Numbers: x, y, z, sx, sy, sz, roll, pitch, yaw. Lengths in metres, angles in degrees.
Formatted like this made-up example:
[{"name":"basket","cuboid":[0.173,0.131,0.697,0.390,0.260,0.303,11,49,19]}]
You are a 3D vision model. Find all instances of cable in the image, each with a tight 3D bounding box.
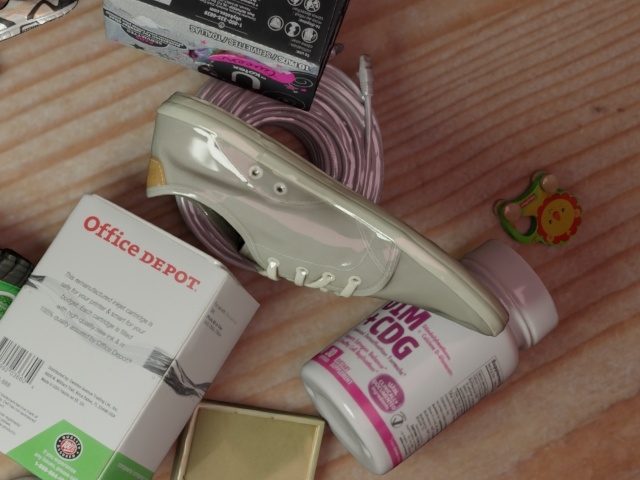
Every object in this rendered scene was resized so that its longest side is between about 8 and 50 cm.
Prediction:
[{"name":"cable","cuboid":[-0.051,-0.089,1.892,0.257,0.089,0.257,-12,98,-16]}]

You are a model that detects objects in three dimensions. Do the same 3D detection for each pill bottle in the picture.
[{"name":"pill bottle","cuboid":[0.131,0.132,1.930,0.283,0.160,0.160,-36,104,-13]}]

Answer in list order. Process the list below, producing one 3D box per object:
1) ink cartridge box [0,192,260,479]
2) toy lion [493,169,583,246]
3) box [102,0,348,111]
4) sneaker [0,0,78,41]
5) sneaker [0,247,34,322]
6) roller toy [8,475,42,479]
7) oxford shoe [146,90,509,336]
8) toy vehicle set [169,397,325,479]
[{"name":"ink cartridge box","cuboid":[-0.233,0.125,1.770,0.211,0.121,0.289,29,80,26]},{"name":"toy lion","cuboid":[0.277,-0.031,2.037,0.100,0.034,0.096,-36,112,-12]},{"name":"box","cuboid":[-0.097,-0.268,1.785,0.247,0.142,0.163,19,73,2]},{"name":"sneaker","cuboid":[-0.321,-0.257,1.814,0.109,0.040,0.043,-24,99,-16]},{"name":"sneaker","cuboid":[-0.485,0.039,1.733,0.343,0.134,0.146,18,89,-19]},{"name":"roller toy","cuboid":[-0.339,0.365,1.772,0.191,0.209,0.146,-38,105,-18]},{"name":"oxford shoe","cuboid":[0.000,0.000,1.784,0.449,0.169,0.130,30,83,-11]},{"name":"toy vehicle set","cuboid":[-0.102,0.328,1.933,0.166,0.035,0.267,12,90,-19]}]
